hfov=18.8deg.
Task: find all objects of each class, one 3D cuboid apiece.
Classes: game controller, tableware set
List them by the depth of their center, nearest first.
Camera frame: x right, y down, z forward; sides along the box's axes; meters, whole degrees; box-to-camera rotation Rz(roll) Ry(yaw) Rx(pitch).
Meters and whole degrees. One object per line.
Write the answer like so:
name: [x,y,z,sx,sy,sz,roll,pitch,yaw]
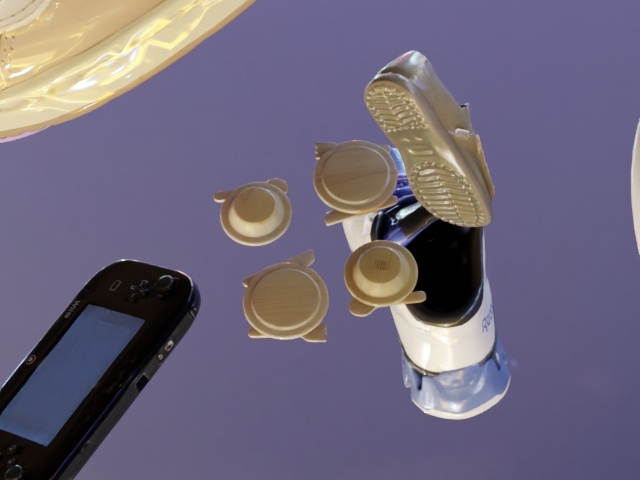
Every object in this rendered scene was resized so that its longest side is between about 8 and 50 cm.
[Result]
tableware set: [0.000,0.000,1.448,0.141,0.020,0.169,-13,-119,-3]
game controller: [-0.263,0.150,2.065,0.166,0.067,0.319,18,-120,37]

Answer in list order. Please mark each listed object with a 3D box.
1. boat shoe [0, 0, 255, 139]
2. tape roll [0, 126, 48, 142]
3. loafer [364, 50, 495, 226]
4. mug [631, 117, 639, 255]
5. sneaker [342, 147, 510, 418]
boat shoe: [-0.126,-0.102,0.675,0.341,0.110,0.121,-30,-149,14]
tape roll: [-0.284,-0.198,1.425,0.275,0.275,0.090,-84,-164,-45]
loafer: [0.080,-0.066,1.262,0.056,0.148,0.050,7,-126,35]
mug: [0.440,-0.014,1.214,0.328,0.374,0.276,-16,-133,48]
sneaker: [0.102,-0.003,1.849,0.127,0.182,0.315,-15,-133,-5]
